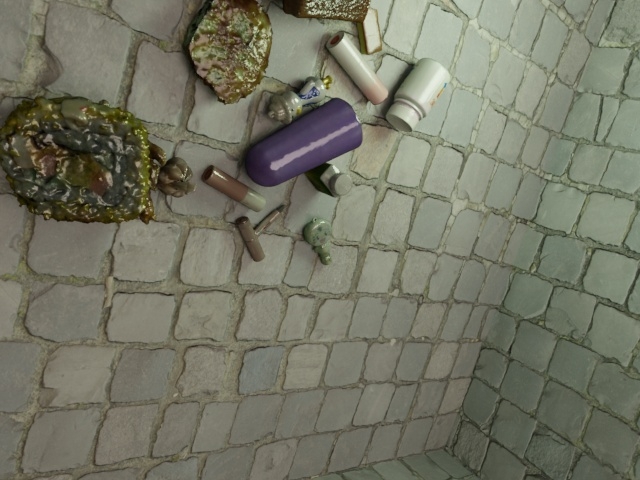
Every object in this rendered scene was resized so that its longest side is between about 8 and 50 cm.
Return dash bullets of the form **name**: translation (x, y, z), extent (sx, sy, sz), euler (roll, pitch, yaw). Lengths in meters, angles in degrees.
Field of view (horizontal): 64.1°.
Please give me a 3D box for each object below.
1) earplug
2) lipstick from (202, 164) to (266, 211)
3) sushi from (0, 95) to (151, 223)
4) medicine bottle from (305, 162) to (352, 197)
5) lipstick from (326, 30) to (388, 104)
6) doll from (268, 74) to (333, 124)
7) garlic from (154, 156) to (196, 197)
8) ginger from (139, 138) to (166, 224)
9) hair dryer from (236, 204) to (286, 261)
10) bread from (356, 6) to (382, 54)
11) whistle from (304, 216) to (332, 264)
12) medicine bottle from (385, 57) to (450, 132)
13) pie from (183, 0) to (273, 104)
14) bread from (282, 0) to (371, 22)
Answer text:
- **earplug**: translation (-0.075, -0.353, 1.930), extent (0.456, 0.215, 0.215), euler (-32, 124, -19)
- **lipstick**: translation (-0.317, -0.189, 1.899), extent (0.254, 0.070, 0.070), euler (30, 89, -40)
- **sushi**: translation (-0.682, -0.238, 1.452), extent (0.397, 0.240, 0.351), euler (4, 110, -16)
- **medicine bottle**: translation (0.038, -0.244, 2.061), extent (0.088, 0.188, 0.132), euler (-47, 128, -11)
- **lipstick**: translation (0.152, -0.679, 2.034), extent (0.327, 0.087, 0.087), euler (40, 83, -40)
- **doll**: translation (-0.076, -0.529, 1.910), extent (0.293, 0.119, 0.138), euler (-34, 169, -23)
- **garlic**: translation (-0.471, -0.207, 1.709), extent (0.127, 0.194, 0.131), euler (-27, 121, -41)
- **ginger**: translation (-0.580, -0.219, 1.657), extent (0.166, 0.080, 0.333), euler (8, 101, 3)
- **hair dryer**: translation (-0.215, -0.049, 2.054), extent (0.220, 0.054, 0.195), euler (-37, 127, -27)
- **bread**: translation (0.186, -0.854, 2.014), extent (0.088, 0.049, 0.226), euler (-26, 121, -26)
- **whistle**: translation (0.000, 0.000, 2.216), extent (0.126, 0.067, 0.258), euler (-30, 128, -15)
- **medicine bottle**: translation (0.416, -0.620, 2.199), extent (0.170, 0.170, 0.293), euler (37, 84, -40)
- **pie**: translation (-0.298, -0.641, 1.710), extent (0.288, 0.103, 0.354), euler (27, 87, -40)
- **bread**: translation (0.033, -0.852, 1.770), extent (0.416, 0.113, 0.165), euler (-25, 139, -50)
